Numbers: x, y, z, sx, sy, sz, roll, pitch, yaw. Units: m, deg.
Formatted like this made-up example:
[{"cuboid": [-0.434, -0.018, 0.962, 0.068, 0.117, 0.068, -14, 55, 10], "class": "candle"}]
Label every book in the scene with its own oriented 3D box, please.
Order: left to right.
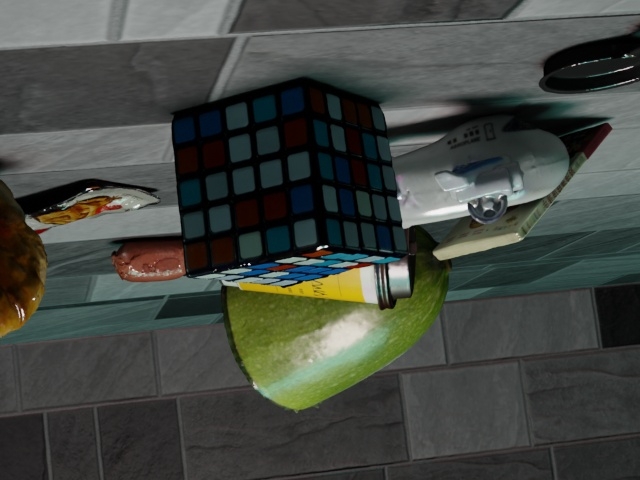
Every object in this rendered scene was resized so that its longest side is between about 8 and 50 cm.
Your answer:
[{"cuboid": [0.258, -0.063, 1.831, 0.232, 0.022, 0.162, -46, -164, -32], "class": "book"}]

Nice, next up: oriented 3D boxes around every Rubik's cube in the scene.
[{"cuboid": [-0.035, -0.056, 1.562, 0.184, 0.187, 0.182, -15, 168, 30], "class": "Rubik's cube"}]

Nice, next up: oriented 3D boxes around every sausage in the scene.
[{"cuboid": [-0.270, 0.032, 2.324, 0.141, 0.076, 0.076, -2, 170, -28], "class": "sausage"}]

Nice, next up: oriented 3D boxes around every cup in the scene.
[{"cuboid": [0.000, 0.000, 1.997, 0.280, 0.196, 0.196, -1, 172, 9], "class": "cup"}]

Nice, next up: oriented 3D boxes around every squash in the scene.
[{"cuboid": [0.052, 0.093, 2.266, 0.309, 0.310, 0.310, -19, 166, 36], "class": "squash"}]

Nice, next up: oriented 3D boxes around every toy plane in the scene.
[{"cuboid": [0.167, -0.084, 1.740, 0.267, 0.122, 0.267, -9, -170, 2], "class": "toy plane"}]

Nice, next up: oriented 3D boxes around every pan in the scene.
[{"cuboid": [0.310, -0.189, 1.470, 0.136, 0.028, 0.235, -5, 174, -15], "class": "pan"}]

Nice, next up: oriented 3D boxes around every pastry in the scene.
[{"cuboid": [-0.413, 0.017, 1.620, 0.100, 0.218, 0.229, -16, -166, 48], "class": "pastry"}]

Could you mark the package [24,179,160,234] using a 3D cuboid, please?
[{"cuboid": [-0.349, -0.038, 1.935, 0.239, 0.030, 0.154, -13, 171, 30], "class": "package"}]
